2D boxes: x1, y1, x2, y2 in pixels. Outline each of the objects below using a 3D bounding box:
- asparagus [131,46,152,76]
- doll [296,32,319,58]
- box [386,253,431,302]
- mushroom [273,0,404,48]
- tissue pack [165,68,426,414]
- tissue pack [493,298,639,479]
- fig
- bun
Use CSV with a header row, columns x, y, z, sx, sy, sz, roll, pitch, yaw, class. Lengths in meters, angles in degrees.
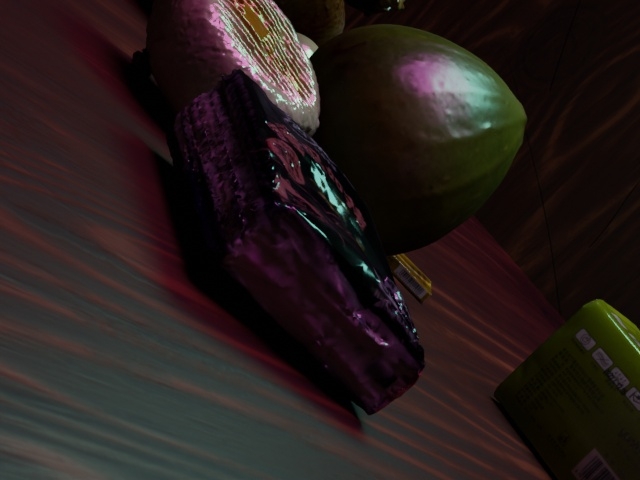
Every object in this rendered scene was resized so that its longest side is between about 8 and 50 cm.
x,y,z,sx,sy,sz,roll,pitch,yaw,class
-0.205,-0.217,1.693,0.036,0.030,0.165,54,8,-8,asparagus
-0.041,-0.213,1.990,0.141,0.117,0.296,11,-8,10,doll
0.102,0.021,2.054,0.156,0.022,0.089,46,9,-4,box
-0.062,-0.407,2.120,0.334,0.356,0.331,56,1,-18,mushroom
-0.025,-0.003,1.349,0.245,0.123,0.332,47,11,-28,tissue pack
0.395,0.250,1.845,0.167,0.200,0.274,33,17,-48,tissue pack
0.112,-0.133,1.793,0.316,0.316,0.316,45,10,-10,fig
-0.108,-0.193,1.630,0.244,0.153,0.244,38,35,-34,bun
